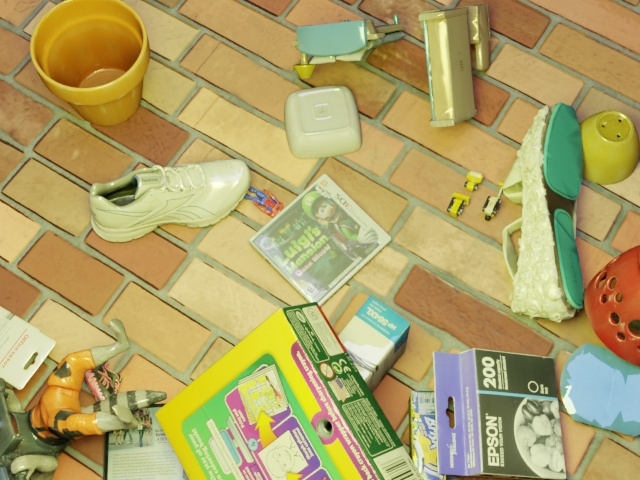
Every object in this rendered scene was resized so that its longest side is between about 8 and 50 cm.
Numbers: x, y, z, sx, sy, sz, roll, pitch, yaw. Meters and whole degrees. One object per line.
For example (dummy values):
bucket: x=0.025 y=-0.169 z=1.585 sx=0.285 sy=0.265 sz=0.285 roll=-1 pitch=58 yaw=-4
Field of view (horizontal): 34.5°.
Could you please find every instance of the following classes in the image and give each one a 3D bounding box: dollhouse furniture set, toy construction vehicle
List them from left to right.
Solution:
dollhouse furniture set: x=0.138 y=-0.325 z=1.944 sx=0.303 sy=0.286 sz=0.198 roll=1 pitch=105 yaw=27
toy construction vehicle: x=0.284 y=-0.074 z=1.863 sx=0.086 sy=0.035 sz=0.098 roll=17 pitch=64 yaw=20

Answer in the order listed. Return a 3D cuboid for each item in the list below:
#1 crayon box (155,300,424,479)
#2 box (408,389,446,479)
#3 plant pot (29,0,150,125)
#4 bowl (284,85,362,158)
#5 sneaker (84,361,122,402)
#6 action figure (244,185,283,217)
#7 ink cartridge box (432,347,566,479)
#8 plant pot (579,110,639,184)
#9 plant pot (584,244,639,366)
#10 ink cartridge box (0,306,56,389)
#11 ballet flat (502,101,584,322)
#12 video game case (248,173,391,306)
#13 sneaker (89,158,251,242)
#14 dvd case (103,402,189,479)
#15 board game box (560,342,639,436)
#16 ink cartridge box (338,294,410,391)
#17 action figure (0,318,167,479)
crayon box: x=-0.044 y=0.328 z=1.530 sx=0.313 sy=0.106 sz=0.363 roll=-42 pitch=70 yaw=30
box: x=0.171 y=0.330 z=1.661 sx=0.054 sy=0.059 sz=0.169 roll=1 pitch=65 yaw=1
plant pot: x=-0.406 y=-0.310 z=1.890 sx=0.205 sy=0.188 sz=0.205 roll=0 pitch=65 yaw=0
bowl: x=0.003 y=-0.228 z=1.923 sx=0.142 sy=0.053 sz=0.142 roll=-8 pitch=65 yaw=-1
sneaker: x=-0.351 y=0.242 z=1.708 sx=0.057 sy=0.047 sz=0.119 roll=-19 pitch=48 yaw=-25
action figure: x=-0.106 y=-0.074 z=1.867 sx=0.115 sy=0.030 sz=0.038 roll=33 pitch=66 yaw=12
ink cartridge box: x=0.286 y=0.279 z=1.661 sx=0.208 sy=0.045 sz=0.206 roll=7 pitch=65 yaw=-15
plant pot: x=0.521 y=-0.182 z=1.872 sx=0.134 sy=0.095 sz=0.134 roll=-1 pitch=65 yaw=1
plant pot: x=0.554 y=0.089 z=1.676 sx=0.191 sy=0.174 sz=0.191 roll=11 pitch=55 yaw=-17
ink cartridge box: x=-0.538 y=0.177 z=1.738 sx=0.180 sy=0.060 sz=0.104 roll=29 pitch=68 yaw=13
ballet flat: x=0.376 y=-0.053 z=1.797 sx=0.147 sy=0.147 sz=0.408 roll=4 pitch=67 yaw=2
video game case: x=0.000 y=0.000 z=1.823 sx=0.190 sy=0.022 sz=0.173 roll=-42 pitch=79 yaw=-16
sneaker: x=-0.265 y=-0.081 z=1.814 sx=0.297 sy=0.129 sz=0.111 roll=-18 pitch=65 yaw=-7
dvd case: x=-0.260 y=0.386 z=1.661 sx=0.180 sy=0.022 sz=0.253 roll=-3 pitch=66 yaw=0
board game box: x=0.480 y=0.250 z=1.712 sx=0.169 sy=0.033 sz=0.133 roll=13 pitch=73 yaw=9
ink cartridge box: x=0.050 y=0.209 z=1.669 sx=0.086 sy=0.148 sz=0.203 roll=36 pitch=70 yaw=15
action figure: x=-0.405 y=0.323 z=1.586 sx=0.330 sy=0.178 sz=0.341 roll=-35 pitch=53 yaw=16
